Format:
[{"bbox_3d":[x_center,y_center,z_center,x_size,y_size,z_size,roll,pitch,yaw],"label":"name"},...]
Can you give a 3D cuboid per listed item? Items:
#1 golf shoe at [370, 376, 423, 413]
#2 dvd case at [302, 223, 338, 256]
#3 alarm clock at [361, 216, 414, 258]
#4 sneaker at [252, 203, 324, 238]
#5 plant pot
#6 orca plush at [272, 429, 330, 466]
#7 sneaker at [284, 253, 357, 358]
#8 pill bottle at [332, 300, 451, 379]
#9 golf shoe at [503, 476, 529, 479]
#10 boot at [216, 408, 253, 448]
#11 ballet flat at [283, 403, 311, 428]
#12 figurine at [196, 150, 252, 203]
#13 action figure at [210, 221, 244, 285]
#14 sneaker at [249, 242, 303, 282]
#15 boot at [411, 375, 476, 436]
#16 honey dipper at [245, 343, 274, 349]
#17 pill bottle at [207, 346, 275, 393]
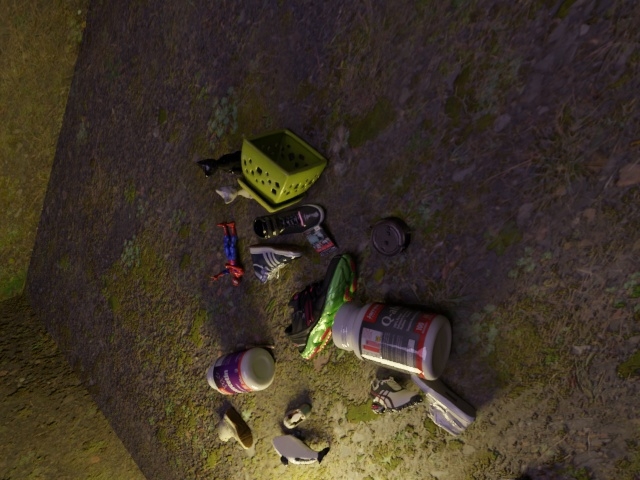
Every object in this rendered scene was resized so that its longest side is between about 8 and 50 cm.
[{"bbox_3d":[0.254,0.547,1.695,0.273,0.105,0.120,-35,64,56],"label":"golf shoe"},{"bbox_3d":[0.000,0.000,1.771,0.087,0.013,0.119,-28,109,39],"label":"dvd case"},{"bbox_3d":[0.216,-0.019,1.605,0.192,0.064,0.130,27,119,31],"label":"alarm clock"},{"bbox_3d":[-0.130,-0.063,1.787,0.295,0.146,0.105,-11,96,37],"label":"sneaker"},{"bbox_3d":[-0.149,-0.241,1.702,0.227,0.228,0.207,41,130,18],"label":"plant pot"},{"bbox_3d":[-0.078,0.934,2.126,0.287,0.102,0.151,-15,51,28],"label":"orca plush"},{"bbox_3d":[-0.020,0.239,1.780,0.202,0.185,0.483,36,121,18],"label":"sneaker"},{"bbox_3d":[0.234,0.320,1.599,0.362,0.210,0.210,8,109,33],"label":"pill bottle"},{"bbox_3d":[0.660,0.867,1.558,0.093,0.077,0.198,-16,88,49],"label":"golf shoe"},{"bbox_3d":[-0.431,0.966,2.376,0.213,0.077,0.165,50,126,19],"label":"boot"},{"bbox_3d":[-0.119,0.782,2.095,0.072,0.068,0.213,52,127,12],"label":"ballet flat"},{"bbox_3d":[-0.348,-0.241,1.849,0.215,0.209,0.092,53,127,10],"label":"figurine"},{"bbox_3d":[-0.409,0.071,2.045,0.091,0.139,0.281,-1,106,38],"label":"action figure"},{"bbox_3d":[-0.169,0.094,1.893,0.282,0.099,0.153,3,101,43],"label":"sneaker"},{"bbox_3d":[0.393,0.556,1.631,0.258,0.095,0.123,39,117,19],"label":"boot"},{"bbox_3d":[-0.266,0.475,2.134,0.160,0.030,0.031,-10,98,33],"label":"honey dipper"},{"bbox_3d":[-0.366,0.592,2.143,0.322,0.181,0.182,-22,91,39],"label":"pill bottle"}]
